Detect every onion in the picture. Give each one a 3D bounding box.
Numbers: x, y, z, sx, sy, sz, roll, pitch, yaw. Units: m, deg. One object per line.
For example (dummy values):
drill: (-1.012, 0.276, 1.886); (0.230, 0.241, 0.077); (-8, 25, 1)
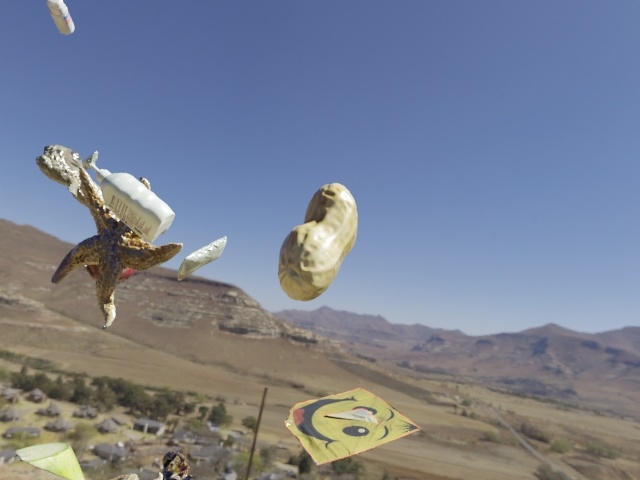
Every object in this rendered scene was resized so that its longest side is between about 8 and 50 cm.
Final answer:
onion: (-0.612, 0.051, 1.458); (0.150, 0.150, 0.140); (12, 6, -17)

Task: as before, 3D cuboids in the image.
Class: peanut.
peanut: (0.000, 0.000, 1.131); (0.147, 0.305, 0.147); (23, -32, 15)

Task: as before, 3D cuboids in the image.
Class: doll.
doll: (-0.538, -0.103, 1.168); (0.091, 0.286, 0.203); (-39, -14, 12)

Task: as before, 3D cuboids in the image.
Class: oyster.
oyster: (-0.498, 0.813, 1.471); (0.096, 0.361, 0.221); (27, -19, -15)

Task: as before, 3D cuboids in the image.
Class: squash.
squash: (-0.884, 0.761, 1.644); (0.204, 0.155, 0.237); (-1, -6, -39)

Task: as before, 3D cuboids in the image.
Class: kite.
kite: (0.076, 0.433, 1.188); (0.328, 0.013, 0.377); (2, 8, 15)

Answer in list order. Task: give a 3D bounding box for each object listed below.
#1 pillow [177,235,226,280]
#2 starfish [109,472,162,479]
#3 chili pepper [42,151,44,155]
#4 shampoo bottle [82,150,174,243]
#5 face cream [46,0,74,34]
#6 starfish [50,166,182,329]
pillow: (-0.453, 0.065, 1.899); (0.051, 0.128, 0.229); (41, 40, 11)
starfish: (-0.544, 0.694, 1.111); (0.324, 0.432, 0.082); (-30, -75, 39)
chili pepper: (-0.843, -0.263, 1.538); (0.030, 0.034, 0.091); (24, 14, -25)
shampoo bottle: (-0.290, -0.065, 0.731); (0.152, 0.045, 0.077); (40, -44, -2)
face cream: (-0.518, -0.451, 0.984); (0.034, 0.034, 0.130); (12, -4, -16)
starfish: (-0.342, 0.004, 0.828); (0.236, 0.277, 0.062); (-15, -15, 11)
